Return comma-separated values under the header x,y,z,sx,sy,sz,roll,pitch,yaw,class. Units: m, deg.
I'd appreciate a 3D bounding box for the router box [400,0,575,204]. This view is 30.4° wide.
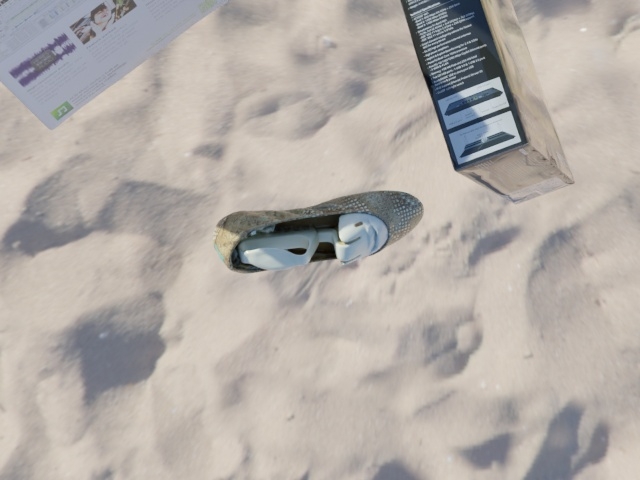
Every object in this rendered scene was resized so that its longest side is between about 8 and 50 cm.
x,y,z,sx,sy,sz,roll,pitch,yaw,class
0.179,-0.178,1.269,0.081,0.309,0.243,-20,80,17,router box

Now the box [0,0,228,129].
x,y,z,sx,sy,sz,roll,pitch,yaw,class
-0.224,-0.243,1.065,0.232,0.322,0.058,-37,72,-3,box

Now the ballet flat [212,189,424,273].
x,y,z,sx,sy,sz,roll,pitch,yaw,class
0.000,0.000,1.129,0.206,0.067,0.073,-10,126,3,ballet flat
